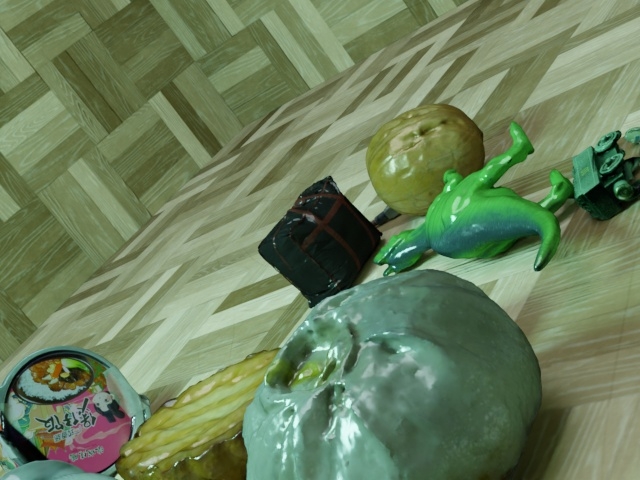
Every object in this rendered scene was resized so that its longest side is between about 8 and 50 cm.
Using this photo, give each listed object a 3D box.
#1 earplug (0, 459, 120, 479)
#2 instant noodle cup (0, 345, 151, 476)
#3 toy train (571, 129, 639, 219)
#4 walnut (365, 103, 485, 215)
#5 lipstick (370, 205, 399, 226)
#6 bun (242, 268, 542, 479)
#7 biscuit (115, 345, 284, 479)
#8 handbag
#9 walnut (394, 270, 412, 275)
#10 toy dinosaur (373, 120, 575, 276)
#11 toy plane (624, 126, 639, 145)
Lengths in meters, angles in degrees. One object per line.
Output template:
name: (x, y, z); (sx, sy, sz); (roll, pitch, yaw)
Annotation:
earplug: (-0.370, 0.429, 1.547); (0.214, 0.175, 0.326); (-33, 20, -28)
instant noodle cup: (-0.478, 0.341, 1.931); (0.181, 0.303, 0.258); (-42, 39, 47)
toy train: (0.403, -0.091, 1.517); (0.099, 0.070, 0.172); (-38, 14, 24)
walnut: (0.194, -0.148, 1.953); (0.222, 0.195, 0.195); (-28, 16, 5)
lipstick: (0.127, -0.049, 2.101); (0.107, 0.025, 0.025); (-38, 13, 25)
bun: (0.059, 0.183, 1.131); (0.362, 0.211, 0.361); (-30, 33, 22)
biscuit: (-0.139, 0.273, 1.553); (0.326, 0.107, 0.325); (-27, 14, 7)
handbag: (0.000, 0.000, 1.957); (0.155, 0.169, 0.215); (-26, 19, 38)
walnut: (0.110, 0.119, 1.373); (0.184, 0.155, 0.155); (-38, 15, 1)
toy dinosaur: (0.191, 0.003, 1.585); (0.374, 0.144, 0.500); (-36, 9, 25)
toy plane: (0.486, -0.160, 1.601); (0.080, 0.033, 0.083); (-45, 10, -26)
